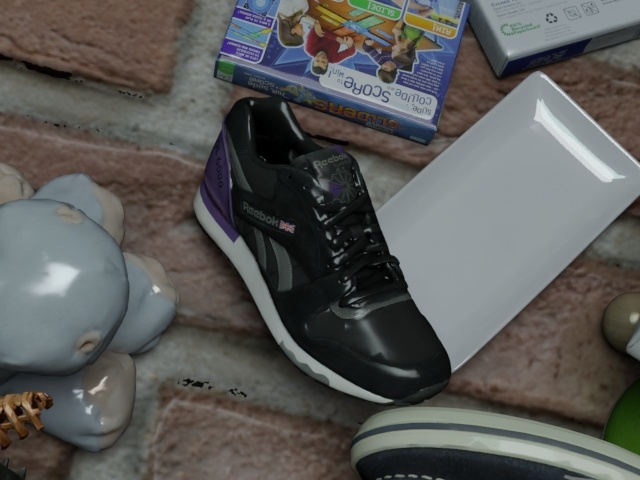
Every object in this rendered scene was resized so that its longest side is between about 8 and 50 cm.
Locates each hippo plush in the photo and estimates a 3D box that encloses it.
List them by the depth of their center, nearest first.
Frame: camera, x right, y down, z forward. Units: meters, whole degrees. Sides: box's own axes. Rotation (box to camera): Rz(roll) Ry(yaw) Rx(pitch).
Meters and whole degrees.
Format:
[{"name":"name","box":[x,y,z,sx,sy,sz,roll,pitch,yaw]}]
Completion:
[{"name":"hippo plush","box":[-0.244,0.019,0.922,0.294,0.236,0.234,2,69,-9]}]

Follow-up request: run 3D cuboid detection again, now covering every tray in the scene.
[{"name":"tray","box":[0.149,-0.018,1.112,0.270,0.030,0.145,-41,81,-20]}]

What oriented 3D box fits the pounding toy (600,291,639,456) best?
[{"name":"pounding toy","box":[0.326,0.147,1.034,0.182,0.110,0.237,1,70,-9]}]

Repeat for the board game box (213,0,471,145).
[{"name":"board game box","box":[0.021,-0.178,1.150,0.201,0.035,0.136,18,67,-2]}]

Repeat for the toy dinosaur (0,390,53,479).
[{"name":"toy dinosaur","box":[-0.272,0.191,0.834,0.218,0.322,0.164,36,57,-22]}]

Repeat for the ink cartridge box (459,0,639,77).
[{"name":"ink cartridge box","box":[0.221,-0.280,1.215,0.223,0.045,0.224,-16,72,-15]}]

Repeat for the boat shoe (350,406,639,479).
[{"name":"boat shoe","box":[0.237,0.277,0.935,0.500,0.187,0.156,31,62,-2]}]

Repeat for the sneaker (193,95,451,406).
[{"name":"sneaker","box":[0.000,0.000,0.978,0.107,0.124,0.283,-18,51,-37]}]

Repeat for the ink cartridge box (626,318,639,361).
[{"name":"ink cartridge box","box":[0.460,0.082,0.997,0.384,0.160,0.279,37,37,6]}]
